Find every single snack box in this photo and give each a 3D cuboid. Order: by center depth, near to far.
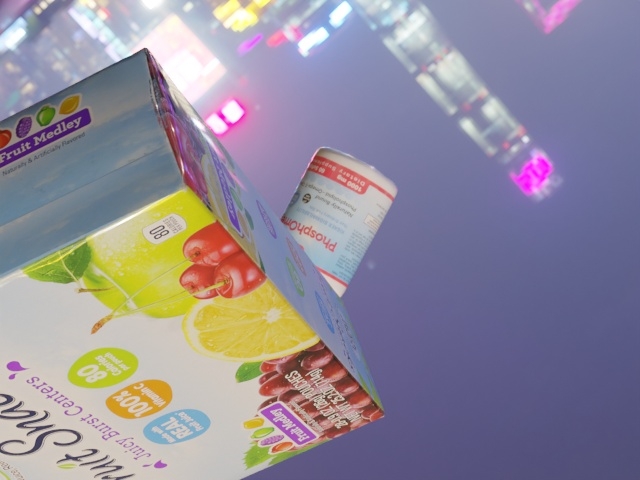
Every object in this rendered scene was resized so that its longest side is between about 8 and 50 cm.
[{"bbox_3d":[-0.091,0.042,0.481,0.174,0.207,0.070,-25,-125,7],"label":"snack box"}]

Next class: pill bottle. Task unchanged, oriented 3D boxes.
[{"bbox_3d":[0.000,0.000,1.160,0.160,0.087,0.087,-62,-162,-4],"label":"pill bottle"}]
